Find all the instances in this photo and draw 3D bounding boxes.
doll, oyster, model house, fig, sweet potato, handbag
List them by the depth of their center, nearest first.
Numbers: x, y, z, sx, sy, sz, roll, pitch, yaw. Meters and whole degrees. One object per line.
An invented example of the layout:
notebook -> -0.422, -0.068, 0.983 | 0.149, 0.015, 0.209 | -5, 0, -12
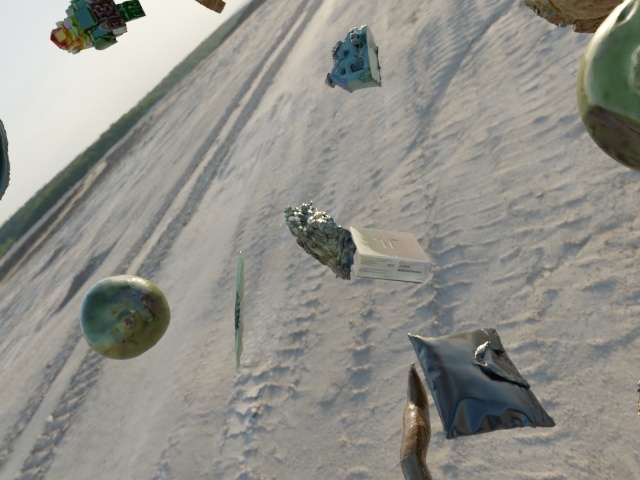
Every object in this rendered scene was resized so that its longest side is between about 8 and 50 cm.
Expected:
fig -> 0.434, -0.180, 0.507 | 0.239, 0.271, 0.239 | 8, 100, 53
oyster -> -0.005, -0.004, 0.770 | 0.056, 0.177, 0.105 | -27, -27, -25
handbag -> 0.308, 0.271, 0.914 | 0.211, 0.088, 0.254 | -2, 34, -7
sweet potato -> 0.197, 0.389, 0.947 | 0.059, 0.067, 0.281 | -42, 20, 32
doll -> -0.493, -0.467, 0.993 | 0.186, 0.106, 0.134 | -18, 22, 19
fig -> -0.483, 0.182, 1.126 | 0.225, 0.203, 0.203 | -1, 50, 56
model house -> 0.067, -0.436, 1.140 | 0.149, 0.148, 0.119 | -11, 1, 22

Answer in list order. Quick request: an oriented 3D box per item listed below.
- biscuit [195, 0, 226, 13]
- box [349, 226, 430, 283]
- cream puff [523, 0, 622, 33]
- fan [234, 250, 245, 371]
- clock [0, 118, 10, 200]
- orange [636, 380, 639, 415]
biscuit -> -0.292, -0.551, 0.961 | 0.044, 0.186, 0.295 | -55, 36, 18
box -> 0.123, 0.026, 0.872 | 0.129, 0.130, 0.051 | -100, 18, -66
cream puff -> 0.412, -0.496, 0.703 | 0.231, 0.343, 0.327 | -36, -40, -84
fan -> -0.162, 0.140, 0.928 | 0.131, 0.009, 0.240 | 111, 159, -81
clock -> -0.568, -0.117, 0.606 | 0.055, 0.280, 0.280 | 8, 53, 26
orange -> 0.754, 0.281, 0.843 | 0.274, 0.274, 0.310 | -14, 56, 48
